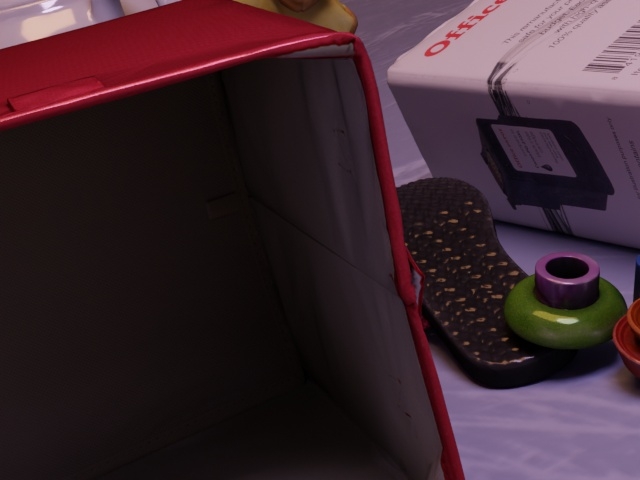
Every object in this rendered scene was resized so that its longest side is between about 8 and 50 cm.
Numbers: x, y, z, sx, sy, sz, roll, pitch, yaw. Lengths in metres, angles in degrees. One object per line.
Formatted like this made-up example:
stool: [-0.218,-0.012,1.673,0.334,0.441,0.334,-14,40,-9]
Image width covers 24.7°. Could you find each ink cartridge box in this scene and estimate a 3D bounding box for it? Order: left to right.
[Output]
ink cartridge box: [0.176,-0.086,0.753,0.172,0.100,0.237,-38,27,-22]

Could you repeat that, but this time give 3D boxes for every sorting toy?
sorting toy: [0.123,0.020,0.585,0.102,0.042,0.061,21,38,37]

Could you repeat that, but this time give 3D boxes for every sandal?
sandal: [0.064,0.023,0.678,0.067,0.040,0.179,-21,33,-6]

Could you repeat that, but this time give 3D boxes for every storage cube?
storage cube: [-0.084,0.025,0.526,0.215,0.183,0.193,-18,17,-13]

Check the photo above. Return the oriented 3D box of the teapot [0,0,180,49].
teapot: [-0.203,-0.138,1.115,0.256,0.187,0.252,-11,18,5]

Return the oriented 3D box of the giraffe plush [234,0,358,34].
giraffe plush: [-0.095,-0.201,1.306,0.181,0.210,0.170,13,61,49]
